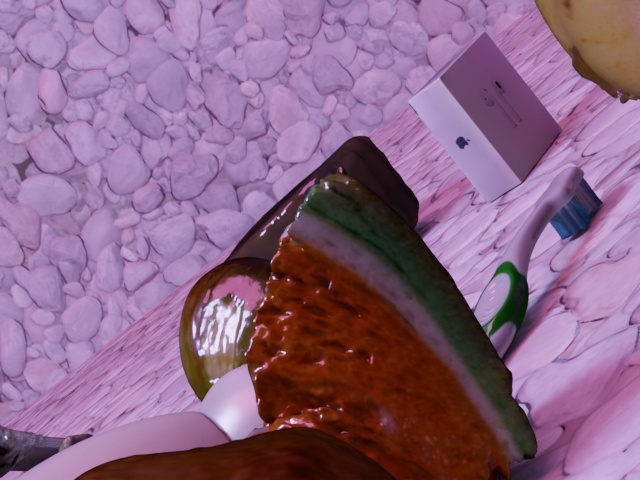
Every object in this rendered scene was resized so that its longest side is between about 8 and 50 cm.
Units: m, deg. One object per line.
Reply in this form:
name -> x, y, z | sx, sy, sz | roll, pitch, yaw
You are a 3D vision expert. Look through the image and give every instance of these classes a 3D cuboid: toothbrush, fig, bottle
toothbrush -> 0.114, 0.051, 1.038 | 0.042, 0.040, 0.418 | -32, 9, 36
fig -> -0.060, 0.130, 1.203 | 0.149, 0.149, 0.245 | -24, 41, 66
bottle -> -0.067, 0.155, 0.914 | 0.236, 0.147, 0.147 | -33, 4, -18

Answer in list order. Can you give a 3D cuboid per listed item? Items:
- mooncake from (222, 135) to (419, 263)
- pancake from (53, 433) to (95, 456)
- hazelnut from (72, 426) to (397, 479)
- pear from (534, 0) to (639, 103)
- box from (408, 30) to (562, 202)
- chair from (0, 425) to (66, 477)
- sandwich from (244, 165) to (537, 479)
mooncake -> 0.000, 0.000, 1.684 | 0.228, 0.124, 0.228 | -44, 5, 5
pancake -> -0.284, 0.257, 1.283 | 0.288, 0.033, 0.286 | -42, -27, 0
hazelnut -> -0.033, 0.164, 0.612 | 0.178, 0.178, 0.204 | -35, 3, 33
pear -> 0.279, -0.247, 1.097 | 0.309, 0.309, 0.309 | -38, 6, 5
box -> 0.165, -0.124, 1.562 | 0.051, 0.129, 0.130 | -34, 8, 37
chair -> -0.365, 0.273, 1.674 | 0.160, 0.319, 0.186 | -35, 46, 54
sandwich -> 0.013, 0.077, 0.804 | 0.160, 0.185, 0.109 | -38, -2, -24
